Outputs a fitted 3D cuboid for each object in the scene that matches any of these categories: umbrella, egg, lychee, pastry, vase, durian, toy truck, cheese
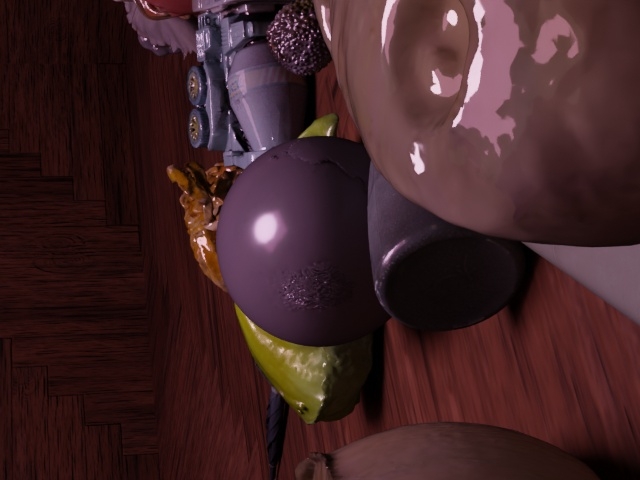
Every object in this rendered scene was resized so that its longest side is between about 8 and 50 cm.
[{"bbox_3d":[-0.052,0.175,1.346,0.044,0.044,0.269,-62,-18,-55],"label":"umbrella"},{"bbox_3d":[0.000,0.000,0.855,0.199,0.146,0.147,112,154,-74],"label":"egg"},{"bbox_3d":[-0.013,-0.181,1.073,0.083,0.068,0.067,-40,31,54],"label":"lychee"},{"bbox_3d":[-0.095,-0.024,1.315,0.250,0.102,0.154,-138,29,-82],"label":"pastry"},{"bbox_3d":[0.062,-0.049,0.753,0.214,0.086,0.086,-99,14,-46],"label":"vase"},{"bbox_3d":[-0.008,0.027,1.021,0.139,0.101,0.250,-11,80,43],"label":"durian"},{"bbox_3d":[-0.064,-0.184,1.230,0.140,0.108,0.257,6,100,64],"label":"toy truck"},{"bbox_3d":[0.088,-0.173,0.451,0.328,0.129,0.351,-105,23,-57],"label":"cheese"}]

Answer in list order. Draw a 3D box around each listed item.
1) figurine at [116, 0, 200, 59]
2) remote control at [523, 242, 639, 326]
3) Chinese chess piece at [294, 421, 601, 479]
[{"bbox_3d":[-0.216,-0.370,1.722,0.387,0.166,0.207,136,115,-76],"label":"figurine"},{"bbox_3d":[0.135,-0.009,0.520,0.309,0.038,0.090,-131,41,-71],"label":"remote control"},{"bbox_3d":[0.057,0.256,0.576,0.338,0.140,0.338,-179,90,-84],"label":"Chinese chess piece"}]
